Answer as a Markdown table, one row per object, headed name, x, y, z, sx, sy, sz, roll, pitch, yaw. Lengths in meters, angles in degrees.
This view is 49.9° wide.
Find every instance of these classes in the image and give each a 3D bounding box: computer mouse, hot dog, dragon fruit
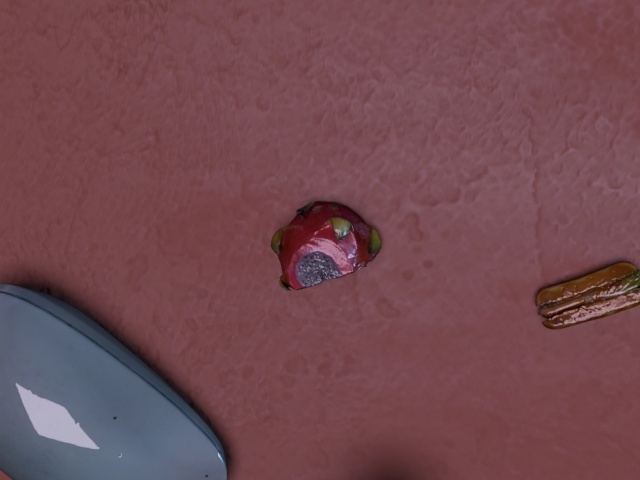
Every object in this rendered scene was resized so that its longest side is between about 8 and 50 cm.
| name | x | y | z | sx | sy | sz | roll | pitch | yaw |
| --- | --- | --- | --- | --- | --- | --- | --- | --- | --- |
| computer mouse | -0.220 | 0.160 | 0.597 | 0.288 | 0.097 | 0.159 | 42 | 103 | 4 |
| hot dog | 0.204 | 0.042 | 0.519 | 0.083 | 0.021 | 0.037 | -19 | 74 | 18 |
| dragon fruit | 0.000 | 0.000 | 0.539 | 0.083 | 0.056 | 0.060 | -16 | 96 | 16 |
